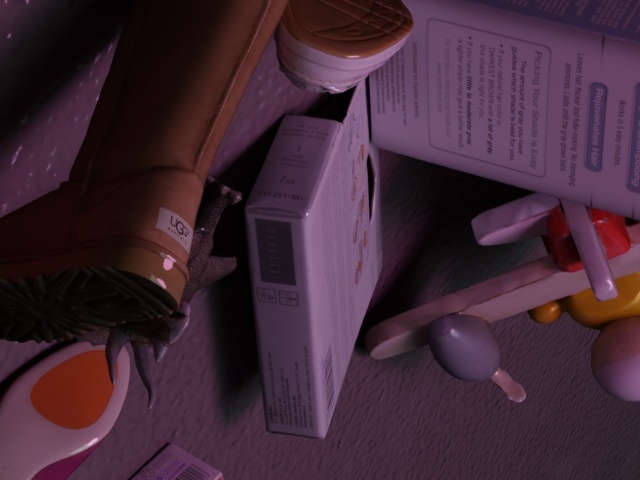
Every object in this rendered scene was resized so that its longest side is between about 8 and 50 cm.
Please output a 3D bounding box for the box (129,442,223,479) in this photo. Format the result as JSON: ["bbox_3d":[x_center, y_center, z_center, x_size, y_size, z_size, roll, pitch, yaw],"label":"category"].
[{"bbox_3d":[-0.205,0.299,1.334,0.324,0.067,0.063,-43,145,-34],"label":"box"}]

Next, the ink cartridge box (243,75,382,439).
[{"bbox_3d":[0.000,0.000,1.438,0.239,0.060,0.275,-70,163,-46],"label":"ink cartridge box"}]

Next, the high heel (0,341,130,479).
[{"bbox_3d":[-0.229,0.179,1.213,0.244,0.082,0.117,-59,-178,-34],"label":"high heel"}]

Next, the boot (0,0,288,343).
[{"bbox_3d":[-0.141,-0.068,1.075,0.089,0.236,0.269,48,47,-44],"label":"boot"}]

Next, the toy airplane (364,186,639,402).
[{"bbox_3d":[0.285,0.032,1.597,0.384,0.386,0.272,-19,90,-35],"label":"toy airplane"}]

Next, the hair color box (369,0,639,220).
[{"bbox_3d":[0.230,-0.135,1.360,0.113,0.374,0.185,-54,152,-38],"label":"hair color box"}]

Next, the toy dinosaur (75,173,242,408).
[{"bbox_3d":[-0.130,0.015,1.201,0.160,0.121,0.313,-59,-178,-3],"label":"toy dinosaur"}]

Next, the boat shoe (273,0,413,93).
[{"bbox_3d":[0.011,-0.152,1.210,0.096,0.098,0.277,-63,-179,23],"label":"boat shoe"}]
